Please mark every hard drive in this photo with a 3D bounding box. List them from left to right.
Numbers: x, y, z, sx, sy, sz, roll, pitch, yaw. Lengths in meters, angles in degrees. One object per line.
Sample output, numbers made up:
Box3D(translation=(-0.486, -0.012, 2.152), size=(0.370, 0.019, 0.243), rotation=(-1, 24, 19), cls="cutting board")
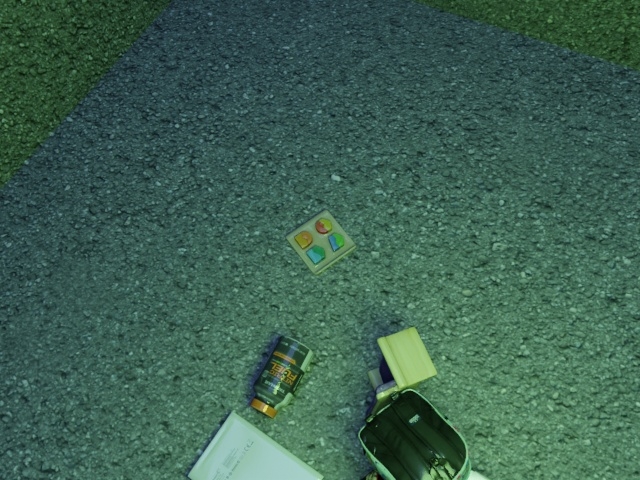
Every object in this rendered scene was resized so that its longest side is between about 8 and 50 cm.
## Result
Box3D(translation=(-0.198, 0.725, 1.699), size=(0.353, 0.047, 0.233), rotation=(29, 69, 19), cls="hard drive")

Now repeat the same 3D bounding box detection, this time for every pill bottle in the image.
Box3D(translation=(-0.131, 0.443, 1.788), size=(0.130, 0.130, 0.246), rotation=(23, 68, 16), cls="pill bottle")

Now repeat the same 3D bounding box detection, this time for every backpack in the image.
Box3D(translation=(0.248, 0.541, 1.404), size=(0.225, 0.191, 0.253), rotation=(-35, 42, -18), cls="backpack")

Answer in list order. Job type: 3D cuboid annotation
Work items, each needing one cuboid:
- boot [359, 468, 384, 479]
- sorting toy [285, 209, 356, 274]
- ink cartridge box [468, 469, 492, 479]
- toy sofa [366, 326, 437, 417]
Box3D(translation=(0.128, 0.811, 1.469), size=(0.138, 0.284, 0.377), rotation=(21, 38, -30), cls="boot")
Box3D(translation=(0.000, 0.000, 2.049), size=(0.193, 0.038, 0.208), rotation=(-35, 65, -11), cls="sorting toy")
Box3D(translation=(0.384, 0.772, 1.425), size=(0.271, 0.130, 0.309), rotation=(28, 69, 20), cls="ink cartridge box")
Box3D(translation=(0.206, 0.404, 1.645), size=(0.177, 0.363, 0.150), rotation=(-18, 63, -9), cls="toy sofa")
